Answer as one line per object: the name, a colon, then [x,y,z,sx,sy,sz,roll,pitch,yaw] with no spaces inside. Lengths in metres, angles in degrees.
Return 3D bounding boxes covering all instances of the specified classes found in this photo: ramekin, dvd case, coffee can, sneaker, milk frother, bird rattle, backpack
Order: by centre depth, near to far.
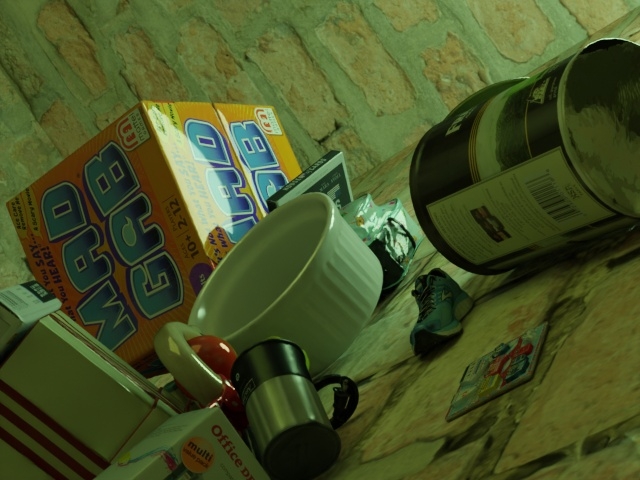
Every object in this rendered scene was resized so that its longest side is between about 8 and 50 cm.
milk frother: [-0.010,0.188,1.354,0.143,0.129,0.135,-8,38,-15]
coffee can: [0.262,-0.087,1.479,0.201,0.201,0.275,-39,8,-35]
sneaker: [0.126,0.079,1.509,0.063,0.073,0.162,-32,7,22]
bird rattle: [-0.120,0.180,1.533,0.143,0.207,0.253,-52,-7,13]
ramekin: [-0.042,0.078,1.808,0.277,0.135,0.277,-39,23,20]
backpack: [0.068,0.013,1.999,0.166,0.144,0.188,-37,1,34]
dvd case: [0.000,0.000,2.071,0.029,0.239,0.179,10,35,36]

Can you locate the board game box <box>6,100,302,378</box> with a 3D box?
board game box: [-0.238,0.006,2.203,0.356,0.356,0.356,-31,-13,31]

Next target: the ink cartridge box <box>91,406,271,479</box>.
ink cartridge box: [-0.150,0.268,1.280,0.176,0.128,0.127,-39,8,-30]

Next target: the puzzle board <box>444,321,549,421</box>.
puzzle board: [0.170,0.123,1.246,0.096,0.011,0.128,-31,7,25]

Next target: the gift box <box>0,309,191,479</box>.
gift box: [-0.300,0.240,1.635,0.276,0.258,0.255,-50,4,2]

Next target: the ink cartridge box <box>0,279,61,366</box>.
ink cartridge box: [-0.471,0.192,1.667,0.307,0.072,0.303,-49,4,-1]

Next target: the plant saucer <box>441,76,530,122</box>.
plant saucer: [0.238,-0.113,1.689,0.241,0.241,0.037,-34,40,4]

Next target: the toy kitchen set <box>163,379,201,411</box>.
toy kitchen set: [-0.150,0.169,2.027,0.207,0.122,0.166,-31,8,30]
